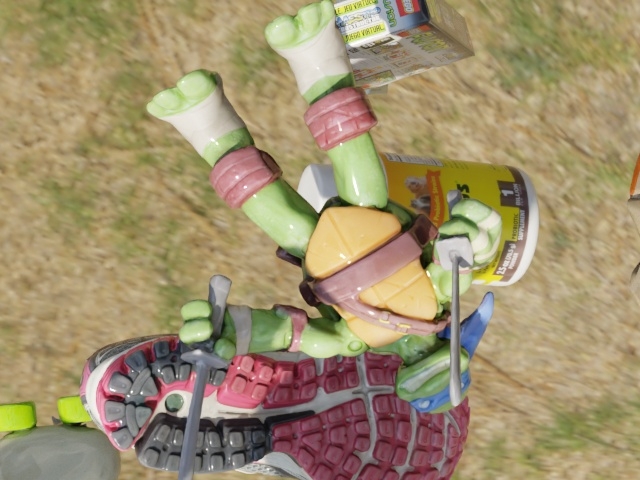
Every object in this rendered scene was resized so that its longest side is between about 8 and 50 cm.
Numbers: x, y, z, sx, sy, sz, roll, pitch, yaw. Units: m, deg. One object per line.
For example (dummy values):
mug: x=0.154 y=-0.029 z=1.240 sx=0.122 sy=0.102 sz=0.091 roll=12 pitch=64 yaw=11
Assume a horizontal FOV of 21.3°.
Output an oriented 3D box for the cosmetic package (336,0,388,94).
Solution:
cosmetic package: x=0.040 y=-0.194 z=1.579 sx=0.041 sy=0.060 sz=0.115 roll=7 pitch=99 yaw=19

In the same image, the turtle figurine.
turtle figurine: x=0.000 y=0.000 z=1.048 sx=0.198 sy=0.274 sz=0.266 roll=-33 pitch=85 yaw=47

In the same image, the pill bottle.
pill bottle: x=0.089 y=-0.022 z=1.606 sx=0.215 sy=0.117 sz=0.117 roll=5 pitch=81 yaw=-18

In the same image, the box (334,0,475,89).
box: x=0.050 y=-0.160 z=1.361 sx=0.114 sy=0.207 sz=0.036 roll=-17 pitch=85 yaw=13

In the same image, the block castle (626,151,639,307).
block castle: x=0.420 y=-0.055 z=1.239 sx=0.303 sy=0.213 sz=0.453 roll=-6 pitch=46 yaw=35

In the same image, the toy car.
toy car: x=-0.305 y=0.255 z=1.955 sx=0.149 sy=0.188 sz=0.155 roll=-6 pitch=88 yaw=-8

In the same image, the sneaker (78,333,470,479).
sneaker: x=-0.026 y=0.115 z=1.234 sx=0.112 sy=0.299 sz=0.121 roll=13 pitch=89 yaw=66
